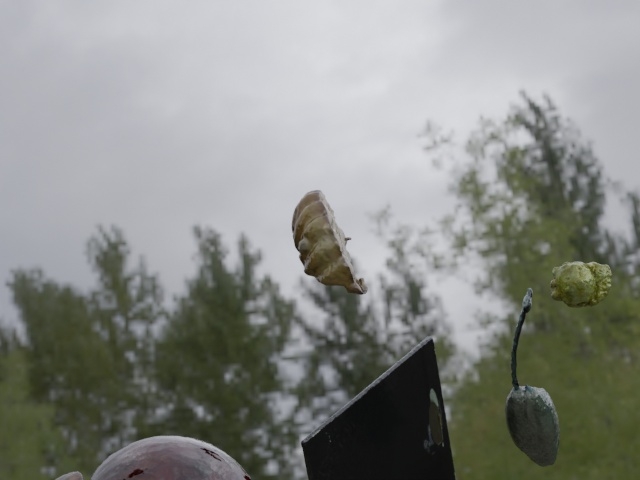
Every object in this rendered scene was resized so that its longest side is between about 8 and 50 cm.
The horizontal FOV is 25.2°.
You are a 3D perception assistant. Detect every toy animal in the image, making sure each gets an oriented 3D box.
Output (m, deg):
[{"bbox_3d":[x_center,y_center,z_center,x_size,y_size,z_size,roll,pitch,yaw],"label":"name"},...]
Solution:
[{"bbox_3d":[0.267,0.192,1.861,0.070,0.079,0.253,-13,-63,2],"label":"toy animal"}]

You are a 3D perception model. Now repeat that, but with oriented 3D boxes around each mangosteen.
[{"bbox_3d":[-0.178,0.293,1.390,0.257,0.215,0.215,2,-26,11],"label":"mangosteen"}]

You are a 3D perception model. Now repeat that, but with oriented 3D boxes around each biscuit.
[{"bbox_3d":[0.000,0.000,1.743,0.061,0.183,0.118,-26,-70,5],"label":"biscuit"}]

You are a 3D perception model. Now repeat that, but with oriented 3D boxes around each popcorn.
[{"bbox_3d":[0.332,0.056,1.826,0.083,0.059,0.068,-9,3,-5],"label":"popcorn"}]

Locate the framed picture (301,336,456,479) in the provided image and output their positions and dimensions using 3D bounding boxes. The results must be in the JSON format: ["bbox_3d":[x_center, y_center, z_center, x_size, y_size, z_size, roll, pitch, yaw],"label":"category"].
[{"bbox_3d":[0.084,0.295,1.831,0.013,0.244,0.324,1,20,33],"label":"framed picture"}]
